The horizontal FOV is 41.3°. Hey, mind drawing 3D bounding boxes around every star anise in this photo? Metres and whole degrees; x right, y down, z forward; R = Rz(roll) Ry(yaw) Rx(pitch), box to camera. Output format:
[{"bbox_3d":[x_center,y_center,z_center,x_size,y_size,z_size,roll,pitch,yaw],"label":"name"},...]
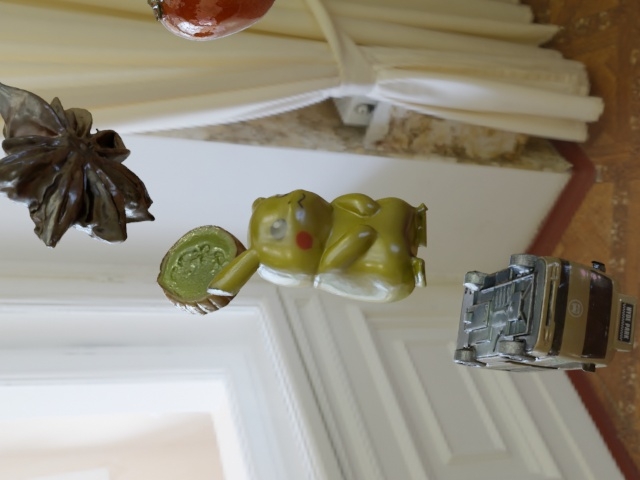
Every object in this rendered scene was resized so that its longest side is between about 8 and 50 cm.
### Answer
[{"bbox_3d":[-0.384,-0.109,1.251,0.108,0.315,0.315,-43,46,34],"label":"star anise"}]

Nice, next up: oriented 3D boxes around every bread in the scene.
[{"bbox_3d":[-0.285,0.071,2.060,0.236,0.070,0.236,-14,56,21],"label":"bread"}]

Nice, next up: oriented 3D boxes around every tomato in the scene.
[{"bbox_3d":[-0.179,-0.448,1.368,0.256,0.225,0.255,171,90,-69],"label":"tomato"}]

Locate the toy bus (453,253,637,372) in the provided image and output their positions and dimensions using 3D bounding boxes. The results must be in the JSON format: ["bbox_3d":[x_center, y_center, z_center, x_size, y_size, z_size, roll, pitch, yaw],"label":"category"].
[{"bbox_3d":[0.289,0.111,1.153,0.289,0.157,0.139,134,147,-73],"label":"toy bus"}]

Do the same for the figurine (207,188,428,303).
[{"bbox_3d":[0.008,0.001,1.329,0.218,0.327,0.169,-80,2,-47],"label":"figurine"}]
